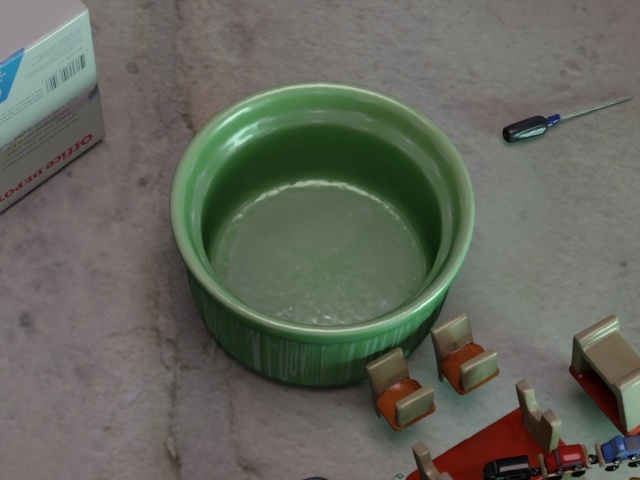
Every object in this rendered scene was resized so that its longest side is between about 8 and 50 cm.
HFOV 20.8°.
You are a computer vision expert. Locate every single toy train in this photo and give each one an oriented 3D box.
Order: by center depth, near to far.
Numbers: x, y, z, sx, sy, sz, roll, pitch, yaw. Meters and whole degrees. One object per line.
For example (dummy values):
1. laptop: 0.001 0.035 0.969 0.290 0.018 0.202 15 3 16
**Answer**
1. toy train: 0.225 0.200 1.592 0.158 0.036 0.027 -11 52 1

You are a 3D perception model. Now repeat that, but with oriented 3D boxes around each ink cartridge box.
1. ink cartridge box: -0.347 -0.174 1.815 0.171 0.233 0.168 -38 67 -22

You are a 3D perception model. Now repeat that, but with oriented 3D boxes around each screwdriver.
1. screwdriver: 0.280 -0.144 1.970 0.170 0.024 0.025 -23 93 -18

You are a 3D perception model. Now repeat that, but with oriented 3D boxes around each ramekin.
1. ramekin: 0.000 0.000 1.782 0.303 0.148 0.303 1 57 -2

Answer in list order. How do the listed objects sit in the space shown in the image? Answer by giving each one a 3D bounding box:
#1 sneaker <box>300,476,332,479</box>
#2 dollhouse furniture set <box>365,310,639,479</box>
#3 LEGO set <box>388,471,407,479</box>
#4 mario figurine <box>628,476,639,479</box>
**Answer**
1. sneaker: -0.091 0.313 1.605 0.300 0.121 0.111 -37 56 -23
2. dollhouse furniture set: 0.210 0.196 1.708 0.259 0.135 0.262 -29 54 -12
3. LEGO set: 0.100 0.358 1.659 0.182 0.060 0.244 -40 59 -22
4. mario figurine: 0.276 0.376 1.581 0.198 0.170 0.320 15 81 -17
